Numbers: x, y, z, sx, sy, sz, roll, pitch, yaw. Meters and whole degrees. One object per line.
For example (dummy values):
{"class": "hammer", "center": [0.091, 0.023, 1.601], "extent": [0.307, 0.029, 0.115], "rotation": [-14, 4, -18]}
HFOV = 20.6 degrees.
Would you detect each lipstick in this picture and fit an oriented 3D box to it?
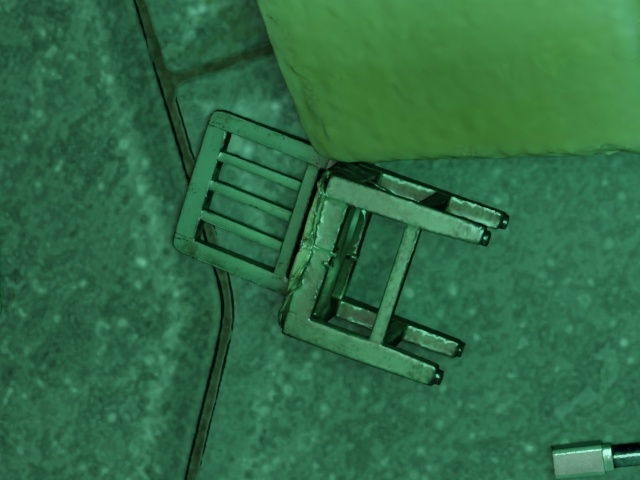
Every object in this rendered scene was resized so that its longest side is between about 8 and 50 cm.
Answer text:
{"class": "lipstick", "center": [0.242, 0.175, 1.431], "extent": [0.107, 0.025, 0.025], "rotation": [-7, 94, 11]}

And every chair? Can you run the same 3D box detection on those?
{"class": "chair", "center": [0.000, 0.000, 1.414], "extent": [0.270, 0.147, 0.136], "rotation": [21, 102, 10]}

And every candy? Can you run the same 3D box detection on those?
{"class": "candy", "center": [0.121, -0.160, 1.313], "extent": [0.320, 0.135, 0.179], "rotation": [-1, 122, 28]}
